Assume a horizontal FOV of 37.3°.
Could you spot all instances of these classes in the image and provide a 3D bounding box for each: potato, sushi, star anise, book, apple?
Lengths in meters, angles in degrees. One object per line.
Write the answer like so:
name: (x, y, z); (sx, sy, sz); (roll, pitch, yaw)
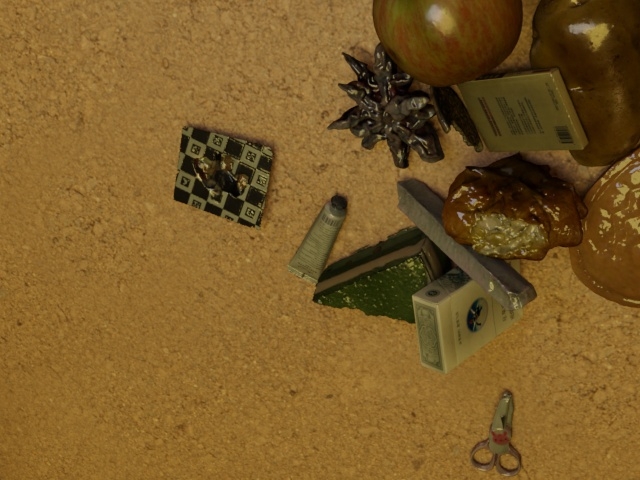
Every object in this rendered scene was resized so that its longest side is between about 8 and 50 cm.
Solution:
potato: (0.476, -0.295, 1.654); (0.196, 0.176, 0.369); (-17, 118, 1)
sushi: (-0.203, -0.142, 2.030); (0.210, 0.040, 0.192); (17, 115, 11)
star anise: (0.129, -0.244, 1.802); (0.212, 0.129, 0.282); (11, 141, 24)
book: (0.364, -0.231, 1.720); (0.231, 0.026, 0.161); (6, 133, 53)
apple: (0.226, -0.385, 1.629); (0.264, 0.264, 0.264); (8, 120, 14)

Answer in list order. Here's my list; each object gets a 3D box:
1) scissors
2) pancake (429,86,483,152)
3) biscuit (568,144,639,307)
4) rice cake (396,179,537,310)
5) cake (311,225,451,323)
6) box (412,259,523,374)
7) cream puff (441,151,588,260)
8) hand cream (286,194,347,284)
scissors: (0.408, 0.441, 2.159); (0.118, 0.030, 0.242); (9, 124, 13)
pancake: (0.253, -0.220, 1.751); (0.020, 0.184, 0.190); (-29, 123, 23)
biscuit: (0.673, -0.016, 1.798); (0.365, 0.062, 0.385); (27, 123, 1)
rice cake: (0.274, 0.008, 1.844); (0.365, 0.073, 0.056); (46, 135, 29)
cake: (0.142, 0.104, 1.984); (0.284, 0.158, 0.172); (-22, 111, 29)
box: (0.298, 0.132, 1.892); (0.069, 0.256, 0.164); (19, 128, 44)
cream puff: (0.354, -0.058, 1.771); (0.269, 0.241, 0.154); (-7, 123, -16)
hand cream: (0.000, 0.000, 2.042); (0.080, 0.050, 0.234); (28, 128, 1)
